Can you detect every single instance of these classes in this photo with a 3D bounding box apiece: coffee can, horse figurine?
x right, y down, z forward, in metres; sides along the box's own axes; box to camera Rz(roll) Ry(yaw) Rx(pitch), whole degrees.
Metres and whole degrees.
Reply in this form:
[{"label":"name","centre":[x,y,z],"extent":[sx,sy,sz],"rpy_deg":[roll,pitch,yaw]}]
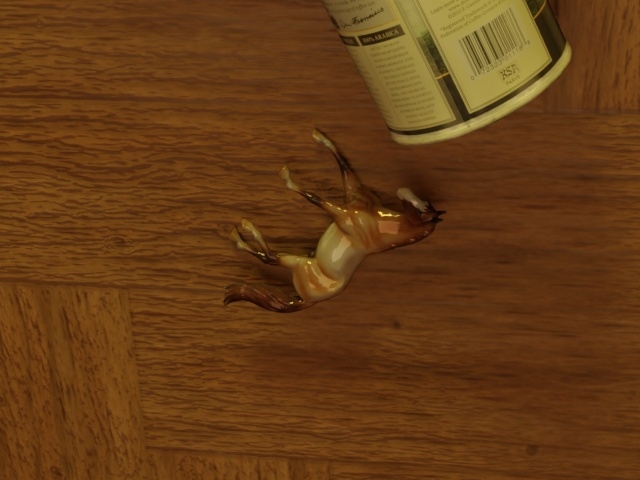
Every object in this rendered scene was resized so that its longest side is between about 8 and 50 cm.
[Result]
[{"label":"coffee can","centre":[0.095,-0.259,1.163],"extent":[0.201,0.201,0.275],"rpy_deg":[-21,113,19]},{"label":"horse figurine","centre":[0.000,0.000,1.399],"extent":[0.174,0.066,0.263],"rpy_deg":[39,115,-5]}]
